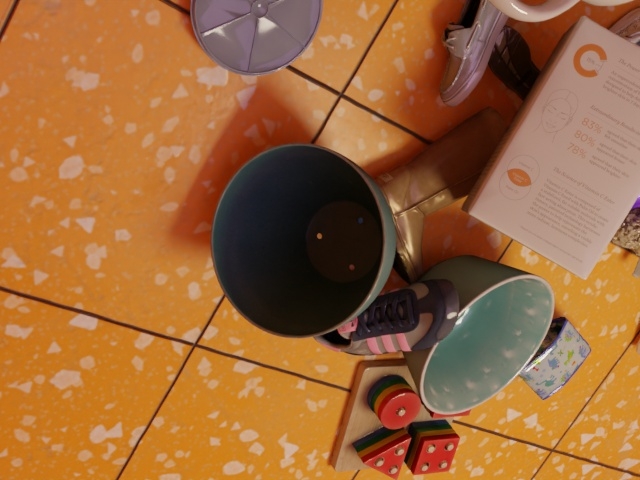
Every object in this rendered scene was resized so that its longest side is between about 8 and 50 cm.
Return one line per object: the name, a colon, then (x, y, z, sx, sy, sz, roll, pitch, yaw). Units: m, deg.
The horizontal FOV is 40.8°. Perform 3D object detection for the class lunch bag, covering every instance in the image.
lunch bag: (0.481, 0.238, 1.806, 0.151, 0.096, 0.129, -39, 127, 11)

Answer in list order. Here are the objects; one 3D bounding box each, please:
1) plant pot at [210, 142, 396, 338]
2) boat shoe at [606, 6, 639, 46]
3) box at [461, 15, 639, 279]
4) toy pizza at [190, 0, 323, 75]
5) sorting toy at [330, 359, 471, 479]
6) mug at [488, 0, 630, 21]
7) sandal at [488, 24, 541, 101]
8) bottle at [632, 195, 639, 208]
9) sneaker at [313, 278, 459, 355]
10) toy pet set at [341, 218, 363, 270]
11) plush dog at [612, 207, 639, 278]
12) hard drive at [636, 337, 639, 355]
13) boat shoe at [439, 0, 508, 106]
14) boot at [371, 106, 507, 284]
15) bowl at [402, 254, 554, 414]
plant pot: (0.000, 0.000, 1.362, 0.290, 0.290, 0.195, -59, 159, 13)
boat shoe: (0.504, -0.302, 1.509, 0.277, 0.096, 0.098, -41, 127, 1)
box: (0.407, -0.144, 1.379, 0.215, 0.168, 0.345, 30, 97, 2)
toy pizza: (-0.092, -0.339, 1.245, 0.201, 0.032, 0.201, -11, 120, -19)
sorting toy: (0.177, 0.372, 1.740, 0.255, 0.089, 0.257, 2, 117, -26)
mug: (0.349, -0.474, 1.195, 0.374, 0.276, 0.328, -47, 121, -9)
sandal: (0.332, -0.295, 1.462, 0.072, 0.049, 0.180, -42, 129, 13)
bottle: (0.662, -0.141, 1.663, 0.282, 0.118, 0.092, -32, 127, -7)
sneaker: (0.102, 0.139, 1.461, 0.131, 0.112, 0.319, 5, 159, -30)
toy pet set: (0.056, 0.020, 1.469, 0.065, 0.122, 0.114, 32, 82, -42)
plush dog: (0.736, 0.004, 1.685, 0.262, 0.225, 0.211, -26, 104, -9)
hard drive: (0.897, 0.142, 1.957, 0.353, 0.047, 0.233, -9, 126, -25)
boat shoe: (0.236, -0.331, 1.386, 0.081, 0.079, 0.228, 20, 103, -23)
boot: (0.224, -0.072, 1.514, 0.269, 0.089, 0.236, -30, 126, -9)
bowl: (0.261, 0.150, 1.588, 0.311, 0.163, 0.312, -22, 134, -25)
